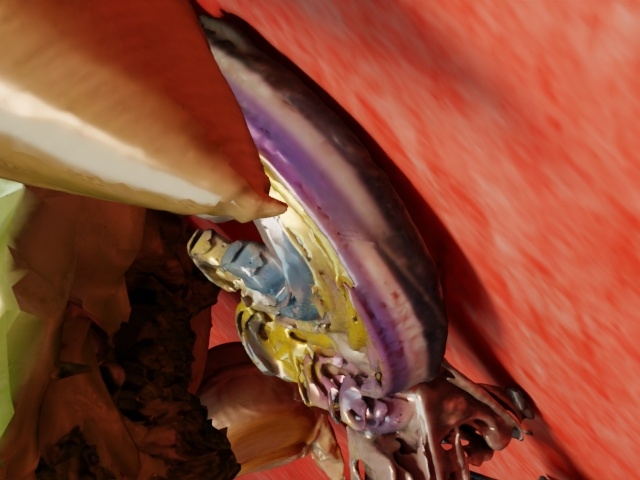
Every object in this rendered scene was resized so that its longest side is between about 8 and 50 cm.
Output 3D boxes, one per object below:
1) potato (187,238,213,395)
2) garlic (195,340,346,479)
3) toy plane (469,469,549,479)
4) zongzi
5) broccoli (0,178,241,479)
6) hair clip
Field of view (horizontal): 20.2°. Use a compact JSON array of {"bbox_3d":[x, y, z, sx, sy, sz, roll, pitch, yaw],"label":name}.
[{"bbox_3d":[-0.136,0.043,0.918,0.200,0.154,0.137,-137,42,-63],"label":"potato"},{"bbox_3d":[-0.040,0.092,0.941,0.113,0.094,0.074,74,-175,-69],"label":"garlic"},{"bbox_3d":[0.070,0.088,0.538,0.049,0.031,0.120,7,180,-16],"label":"toy plane"},{"bbox_3d":[-0.113,-0.066,0.475,0.300,0.145,0.274,39,173,12],"label":"zongzi"},{"bbox_3d":[-0.136,0.015,0.691,0.245,0.265,0.295,-30,71,52],"label":"broccoli"},{"bbox_3d":[0.000,0.000,0.513,0.116,0.049,0.172,5,130,57],"label":"hair clip"}]
